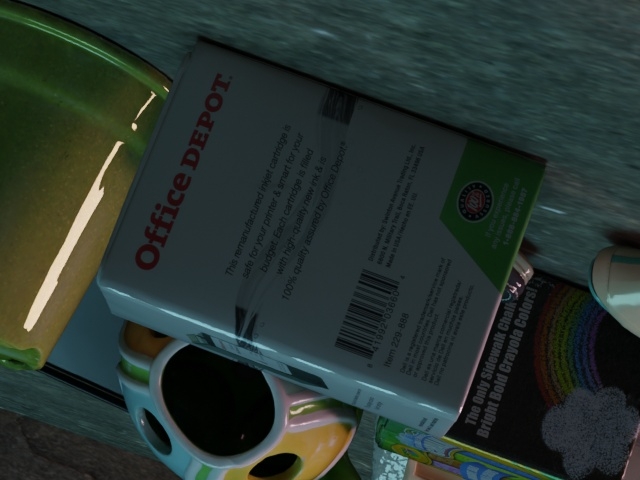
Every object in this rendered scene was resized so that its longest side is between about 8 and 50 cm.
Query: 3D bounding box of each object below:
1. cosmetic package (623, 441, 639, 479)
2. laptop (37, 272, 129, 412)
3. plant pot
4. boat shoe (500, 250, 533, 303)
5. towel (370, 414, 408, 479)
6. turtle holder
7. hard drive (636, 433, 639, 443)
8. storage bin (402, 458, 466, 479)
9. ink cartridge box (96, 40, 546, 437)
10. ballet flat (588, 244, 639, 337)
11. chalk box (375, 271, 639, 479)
[{"bbox_3d":[0.365,0.460,1.975,0.327,0.394,0.329,16,165,19],"label":"cosmetic package"},{"bbox_3d":[-0.273,0.031,1.974,0.382,0.236,0.408,29,175,-27],"label":"laptop"},{"bbox_3d":[-0.273,-0.036,1.532,0.276,0.254,0.276,19,164,6],"label":"plant pot"},{"bbox_3d":[0.047,0.000,1.544,0.285,0.092,0.103,25,164,-17],"label":"boat shoe"},{"bbox_3d":[0.148,0.259,2.118,0.187,0.049,0.282,14,124,20],"label":"towel"},{"bbox_3d":[-0.074,0.165,1.759,0.243,0.320,0.227,-8,-175,7],"label":"turtle holder"},{"bbox_3d":[0.453,0.283,2.097,0.233,0.047,0.353,19,165,8],"label":"hard drive"},{"bbox_3d":[0.144,0.280,1.910,0.123,0.260,0.262,14,-166,5],"label":"storage bin"},{"bbox_3d":[0.000,0.000,1.386,0.289,0.211,0.121,21,167,3],"label":"ink cartridge box"},{"bbox_3d":[0.318,0.075,1.498,0.086,0.086,0.248,4,157,46],"label":"ballet flat"},{"bbox_3d":[0.155,0.125,1.681,0.289,0.180,0.179,21,165,4],"label":"chalk box"}]
